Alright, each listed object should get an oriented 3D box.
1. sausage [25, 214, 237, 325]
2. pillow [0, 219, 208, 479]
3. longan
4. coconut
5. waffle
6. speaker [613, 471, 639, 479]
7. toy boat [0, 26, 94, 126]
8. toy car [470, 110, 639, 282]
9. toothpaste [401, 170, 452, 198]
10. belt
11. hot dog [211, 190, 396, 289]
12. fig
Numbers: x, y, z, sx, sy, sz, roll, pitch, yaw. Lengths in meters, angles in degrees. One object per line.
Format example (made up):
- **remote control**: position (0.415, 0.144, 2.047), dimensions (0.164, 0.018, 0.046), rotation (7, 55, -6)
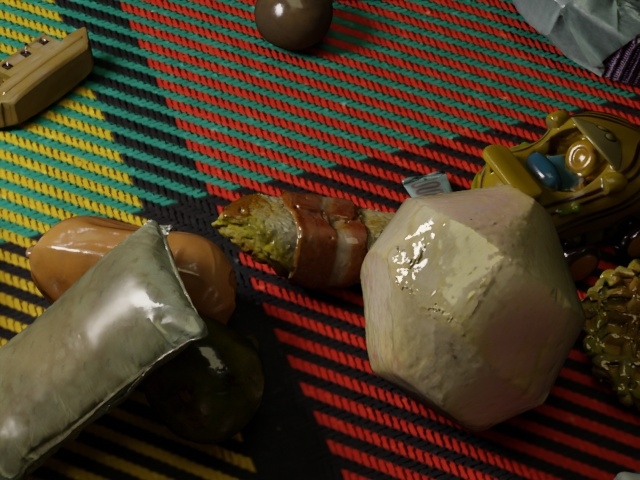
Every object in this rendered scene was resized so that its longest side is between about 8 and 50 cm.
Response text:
- **sausage**: position (-0.208, 0.040, 1.930), dimensions (0.241, 0.136, 0.120), rotation (8, 52, 11)
- **pillow**: position (-0.249, 0.119, 1.801), dimensions (0.302, 0.075, 0.185), rotation (-39, 44, 10)
- **longan**: position (-0.036, -0.299, 2.298), dimensions (0.113, 0.092, 0.113), rotation (-7, 38, 6)
- **coconut**: position (0.159, 0.059, 1.835), dimensions (0.259, 0.259, 0.259), rotation (1, 45, -1)
- **waffle**: position (0.406, 0.106, 1.946), dimensions (0.254, 0.052, 0.245), rotation (-26, 51, -27)
- **speaker**: position (0.354, 0.385, 1.530), dimensions (0.184, 0.183, 0.406), rotation (7, 31, -3)
- **toy boat**: position (-0.366, -0.206, 2.216), dimensions (0.077, 0.057, 0.200), rotation (26, 50, 28)
- **toy car**: position (0.296, -0.072, 2.050), dimensions (0.247, 0.142, 0.200), rotation (-20, 50, -20)
- **toothpaste**: position (0.152, -0.013, 2.064), dimensions (0.056, 0.036, 0.205), rotation (-11, 43, -11)
- **belt**: position (0.388, -0.348, 2.324), dimensions (0.260, 0.122, 0.325), rotation (-22, 65, -20)
- **hot dog**: position (-0.002, 0.006, 2.000), dimensions (0.261, 0.093, 0.123), rotation (10, 35, -14)
- **fig**: position (-0.113, 0.151, 1.858), dimensions (0.133, 0.185, 0.127), rotation (22, 87, 16)
